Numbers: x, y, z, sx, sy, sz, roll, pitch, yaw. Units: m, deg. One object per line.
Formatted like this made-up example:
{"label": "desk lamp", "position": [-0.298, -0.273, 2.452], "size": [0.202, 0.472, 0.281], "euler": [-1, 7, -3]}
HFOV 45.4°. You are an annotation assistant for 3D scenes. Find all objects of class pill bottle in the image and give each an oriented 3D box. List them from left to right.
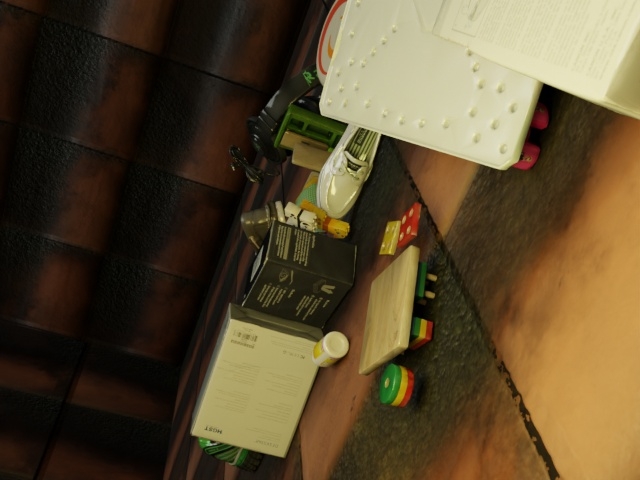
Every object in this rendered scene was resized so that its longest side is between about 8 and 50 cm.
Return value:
{"label": "pill bottle", "position": [0.013, 0.178, 1.236], "size": [0.083, 0.043, 0.043], "euler": [130, 155, -60]}

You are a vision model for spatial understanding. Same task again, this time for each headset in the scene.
{"label": "headset", "position": [-0.093, -0.282, 1.820], "size": [0.243, 0.185, 0.394], "euler": [-30, -18, -45]}

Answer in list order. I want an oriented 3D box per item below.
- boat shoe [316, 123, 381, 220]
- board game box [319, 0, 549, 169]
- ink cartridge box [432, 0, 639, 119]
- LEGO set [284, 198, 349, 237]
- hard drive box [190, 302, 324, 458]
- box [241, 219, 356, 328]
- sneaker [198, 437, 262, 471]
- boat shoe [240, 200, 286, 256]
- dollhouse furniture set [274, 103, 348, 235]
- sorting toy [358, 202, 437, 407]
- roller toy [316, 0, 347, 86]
{"label": "boat shoe", "position": [0.053, -0.144, 1.406], "size": [0.076, 0.083, 0.226], "euler": [-155, 84, -79]}
{"label": "board game box", "position": [0.160, -0.303, 0.887], "size": [0.390, 0.050, 0.390], "euler": [30, 107, 56]}
{"label": "ink cartridge box", "position": [0.245, -0.288, 0.664], "size": [0.385, 0.091, 0.308], "euler": [-117, 44, -66]}
{"label": "LEGO set", "position": [0.000, 0.000, 1.414], "size": [0.227, 0.093, 0.087], "euler": [87, -154, -52]}
{"label": "hard drive box", "position": [-0.113, 0.252, 1.376], "size": [0.089, 0.181, 0.232], "euler": [-118, 47, -74]}
{"label": "box", "position": [-0.039, 0.063, 1.351], "size": [0.156, 0.158, 0.093], "euler": [122, 162, -48]}
{"label": "sneaker", "position": [-0.152, 0.317, 1.539], "size": [0.134, 0.146, 0.343], "euler": [-100, 31, -65]}
{"label": "boat shoe", "position": [-0.126, 0.003, 1.760], "size": [0.335, 0.095, 0.112], "euler": [93, 168, -67]}
{"label": "dollhouse furniture set", "position": [-0.053, -0.105, 1.667], "size": [0.197, 0.151, 0.301], "euler": [-85, 17, -44]}
{"label": "sorting toy", "position": [0.101, 0.086, 0.962], "size": [0.132, 0.046, 0.274], "euler": [128, 156, -59]}
{"label": "roller toy", "position": [0.094, -0.335, 1.330], "size": [0.191, 0.146, 0.209], "euler": [-52, 34, 44]}
